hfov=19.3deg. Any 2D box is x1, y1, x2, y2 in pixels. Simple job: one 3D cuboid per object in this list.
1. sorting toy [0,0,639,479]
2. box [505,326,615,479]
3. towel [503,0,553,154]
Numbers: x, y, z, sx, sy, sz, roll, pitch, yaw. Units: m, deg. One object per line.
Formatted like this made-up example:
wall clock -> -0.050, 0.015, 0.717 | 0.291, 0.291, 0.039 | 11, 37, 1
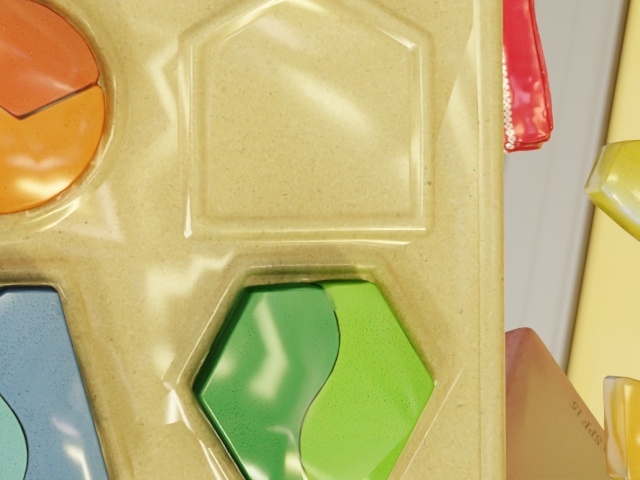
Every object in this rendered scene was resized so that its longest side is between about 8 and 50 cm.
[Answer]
sorting toy -> 0.000, 0.000, 0.550 | 0.307, 0.229, 0.041 | -1, 178, -12
box -> 0.055, 0.174, 0.840 | 0.127, 0.232, 0.148 | -23, 113, 31
towel -> 0.034, -0.153, 1.453 | 0.275, 0.199, 0.031 | -6, -173, 9
